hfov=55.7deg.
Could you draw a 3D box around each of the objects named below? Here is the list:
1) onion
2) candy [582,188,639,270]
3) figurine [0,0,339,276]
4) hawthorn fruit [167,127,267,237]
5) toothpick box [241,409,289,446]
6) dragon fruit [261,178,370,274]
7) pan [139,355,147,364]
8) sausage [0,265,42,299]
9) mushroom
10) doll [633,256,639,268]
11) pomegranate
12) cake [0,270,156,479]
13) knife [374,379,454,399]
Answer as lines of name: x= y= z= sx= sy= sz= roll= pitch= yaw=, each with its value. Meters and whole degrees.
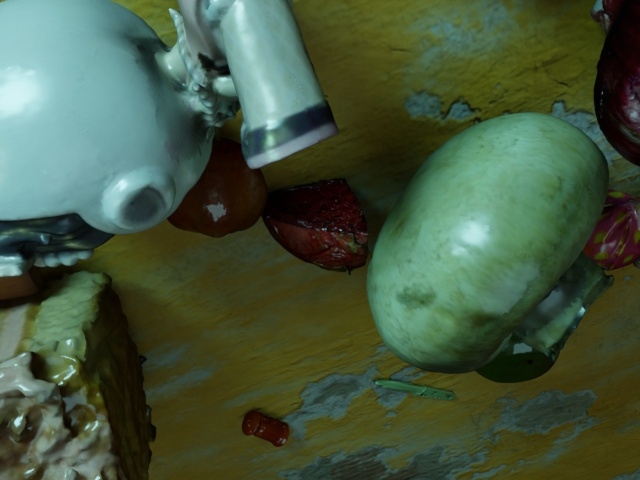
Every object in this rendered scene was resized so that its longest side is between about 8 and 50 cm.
onion: x=0.405 y=-0.224 z=0.645 sx=0.314 sy=0.232 sz=0.313 roll=-48 pitch=158 yaw=-27
candy: x=0.477 y=-0.064 z=0.807 sx=0.124 sy=0.124 sz=0.365 roll=6 pitch=152 yaw=-22
figurine: x=-0.178 y=-0.136 z=0.538 sx=0.362 sy=0.253 sz=0.211 roll=-26 pitch=124 yaw=11
hawthorn fruit: x=-0.126 y=-0.064 z=0.691 sx=0.125 sy=0.125 sz=0.140 roll=-17 pitch=135 yaw=-3
toothpick box: x=-0.100 y=0.340 z=1.097 sx=0.047 sy=0.047 sz=0.083 roll=-41 pitch=129 yaw=18
dragon fruit: x=-0.002 y=0.000 z=0.768 sx=0.121 sy=0.161 sz=0.127 roll=-16 pitch=121 yaw=-6
pan: x=-0.364 y=0.253 z=0.936 sx=0.129 sy=0.048 sz=0.201 roll=16 pitch=123 yaw=-28
sausage: x=-0.459 y=0.029 z=0.675 sx=0.260 sy=0.113 sz=0.113 roll=-8 pitch=131 yaw=-13
mushroom: x=0.208 y=0.019 z=0.734 sx=0.352 sy=0.260 sz=0.352 roll=-45 pitch=159 yaw=-23
doll: x=0.642 y=-0.042 z=0.935 sx=0.304 sy=0.156 sz=0.201 roll=-7 pitch=126 yaw=-18
pomegranate: x=0.269 y=0.132 z=0.966 sx=0.225 sy=0.187 sz=0.186 roll=3 pitch=135 yaw=17
cake: x=-0.382 y=0.230 z=0.729 sx=0.307 sy=0.293 sz=0.313 roll=-10 pitch=116 yaw=-9
knife: x=0.183 y=0.289 z=1.164 sx=0.207 sy=0.014 sz=0.030 roll=17 pitch=121 yaw=-30
